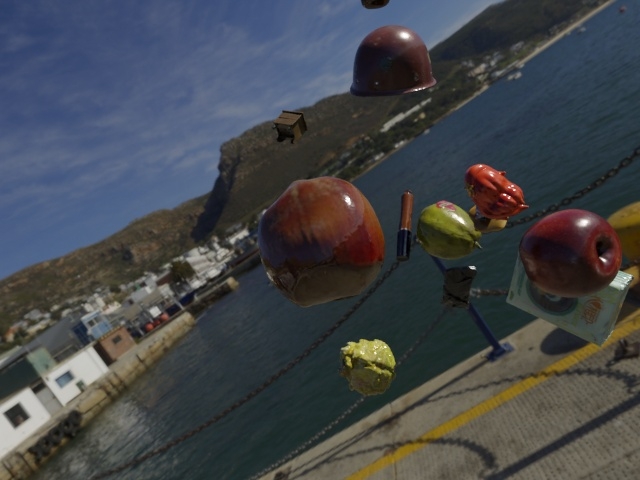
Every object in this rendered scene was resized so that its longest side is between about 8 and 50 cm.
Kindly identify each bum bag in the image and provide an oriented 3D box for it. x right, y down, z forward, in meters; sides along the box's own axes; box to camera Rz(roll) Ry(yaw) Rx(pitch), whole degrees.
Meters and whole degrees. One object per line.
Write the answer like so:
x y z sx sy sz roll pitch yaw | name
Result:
0.542 0.191 1.835 0.123 0.248 0.060 -4 38 6 | bum bag

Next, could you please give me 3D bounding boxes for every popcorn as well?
0.198 0.520 1.966 0.259 0.259 0.212 -33 1 25 | popcorn

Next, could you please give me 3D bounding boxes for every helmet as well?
0.271 -0.713 1.808 0.337 0.230 0.385 -5 32 8 | helmet

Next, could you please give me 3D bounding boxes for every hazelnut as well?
0.004 0.008 1.320 0.366 0.366 0.366 -34 4 3 | hazelnut

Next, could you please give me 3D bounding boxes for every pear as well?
0.656 -0.037 2.365 0.287 0.287 0.375 -36 47 -26 | pear

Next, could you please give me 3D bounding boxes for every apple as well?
0.608 0.032 1.139 0.218 0.218 0.201 -37 6 -30 | apple

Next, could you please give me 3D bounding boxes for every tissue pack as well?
0.956 0.194 1.824 0.162 0.287 0.388 -27 40 -35 | tissue pack

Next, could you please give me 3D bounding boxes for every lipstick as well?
0.446 -0.084 2.454 0.077 0.077 0.418 -30 43 51 | lipstick

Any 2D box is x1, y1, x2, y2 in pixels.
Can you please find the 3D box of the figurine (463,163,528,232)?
0.618 -0.149 1.665 0.181 0.208 0.257 -20 -30 13 | figurine

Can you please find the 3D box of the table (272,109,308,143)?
-0.102 -0.368 1.514 0.083 0.070 0.082 15 55 30 | table

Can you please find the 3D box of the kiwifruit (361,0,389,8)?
0.230 -1.009 1.945 0.124 0.075 0.075 -1 12 12 | kiwifruit
